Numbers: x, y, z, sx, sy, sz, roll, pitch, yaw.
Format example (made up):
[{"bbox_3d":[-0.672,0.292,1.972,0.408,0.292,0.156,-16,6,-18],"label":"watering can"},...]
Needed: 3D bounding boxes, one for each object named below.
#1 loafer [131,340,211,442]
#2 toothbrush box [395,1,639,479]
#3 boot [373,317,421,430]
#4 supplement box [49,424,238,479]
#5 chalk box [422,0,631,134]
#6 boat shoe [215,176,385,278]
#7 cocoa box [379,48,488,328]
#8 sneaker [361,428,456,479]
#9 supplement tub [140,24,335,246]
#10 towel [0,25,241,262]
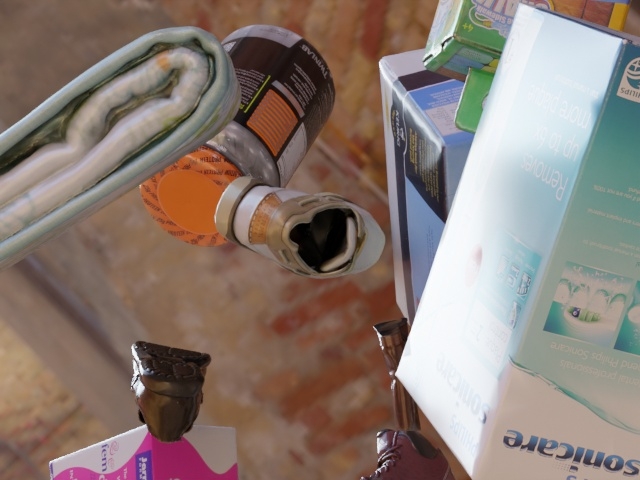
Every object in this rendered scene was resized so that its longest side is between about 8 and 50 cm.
[{"bbox_3d":[-0.154,0.149,1.622,0.220,0.080,0.078,-107,28,-86],"label":"loafer"},{"bbox_3d":[0.173,0.005,1.128,0.216,0.126,0.296,-126,51,-71],"label":"toothbrush box"},{"bbox_3d":[0.086,0.145,1.784,0.037,0.114,0.106,-12,9,10],"label":"boot"},{"bbox_3d":[-0.191,0.273,1.786,0.114,0.111,0.220,10,-24,-38],"label":"supplement box"},{"bbox_3d":[0.168,-0.185,1.341,0.132,0.132,0.213,153,133,-81],"label":"chalk box"},{"bbox_3d":[0.000,0.000,1.989,0.302,0.103,0.113,10,-78,-56],"label":"boat shoe"},{"bbox_3d":[0.215,-0.032,1.901,0.231,0.228,0.347,-13,-57,-11],"label":"cocoa box"},{"bbox_3d":[0.087,0.374,2.602,0.281,0.163,0.106,0,-35,-31],"label":"sneaker"},{"bbox_3d":[-0.116,-0.144,2.298,0.193,0.193,0.316,-57,1,44],"label":"supplement tub"},{"bbox_3d":[-0.232,-0.047,1.364,0.374,0.090,0.320,-32,4,-1],"label":"towel"}]
